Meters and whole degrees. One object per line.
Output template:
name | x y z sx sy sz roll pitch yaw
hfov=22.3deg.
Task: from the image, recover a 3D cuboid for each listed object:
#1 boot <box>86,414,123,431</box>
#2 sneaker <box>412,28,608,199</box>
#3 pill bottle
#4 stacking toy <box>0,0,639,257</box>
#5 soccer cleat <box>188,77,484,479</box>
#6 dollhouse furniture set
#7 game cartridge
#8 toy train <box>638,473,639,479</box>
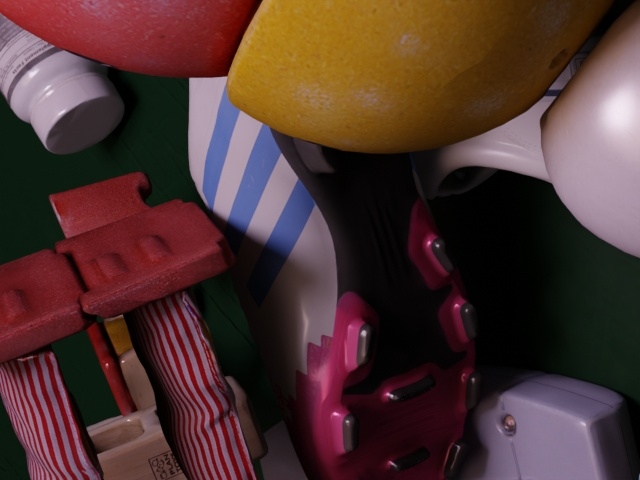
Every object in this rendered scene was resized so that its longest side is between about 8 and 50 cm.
boot | -0.129 0.231 1.172 0.190 0.076 0.208 -23 91 6
sneaker | 0.051 -0.068 0.907 0.258 0.094 0.091 6 103 47
pill bottle | -0.204 -0.134 1.185 0.137 0.078 0.078 56 136 21
stacking toy | 0.007 -0.149 0.649 0.480 0.350 0.350 38 132 4
soccer cleat | 0.000 0.000 0.882 0.143 0.116 0.331 23 130 50
dollhouse furniture set | -0.130 0.073 0.961 0.374 0.152 0.201 -139 29 -69
game cartridge | 0.080 0.175 0.980 0.294 0.060 0.196 -11 97 49
toy train | 0.197 0.196 0.837 0.125 0.046 0.166 8 109 18
